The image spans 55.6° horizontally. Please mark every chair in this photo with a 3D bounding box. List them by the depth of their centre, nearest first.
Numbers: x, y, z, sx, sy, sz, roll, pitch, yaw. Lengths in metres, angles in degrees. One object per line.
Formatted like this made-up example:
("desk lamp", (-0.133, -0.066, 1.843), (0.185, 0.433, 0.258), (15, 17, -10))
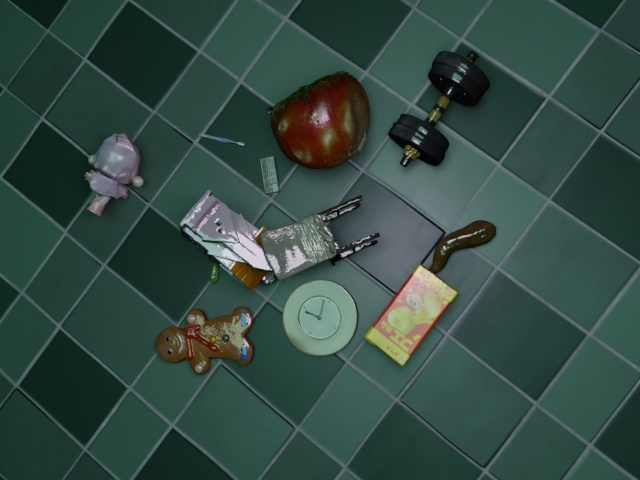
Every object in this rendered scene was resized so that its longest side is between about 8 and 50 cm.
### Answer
("chair", (0.000, 0.000, 1.785), (0.319, 0.186, 0.160), (-24, 83, -1))

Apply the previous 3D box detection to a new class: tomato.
("tomato", (0.008, -0.339, 1.774), (0.303, 0.303, 0.239), (-27, 110, 6))

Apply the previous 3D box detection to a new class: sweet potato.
("sweet potato", (0.411, 0.009, 1.794), (0.233, 0.062, 0.081), (-32, 83, 8))

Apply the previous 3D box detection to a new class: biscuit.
("biscuit", (-0.367, 0.317, 1.899), (0.323, 0.049, 0.206), (-4, 86, 10))

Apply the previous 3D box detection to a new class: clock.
("clock", (-0.251, 0.011, 1.818), (0.309, 0.235, 0.166), (39, 77, -1))
("clock", (-0.001, 0.235, 1.857), (0.234, 0.029, 0.235), (-1, 85, 11))

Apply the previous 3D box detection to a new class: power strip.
("power strip", (-0.159, -0.200, 1.918), (0.050, 0.019, 0.136), (-8, 84, 6))

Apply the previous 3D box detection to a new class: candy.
("candy", (0.265, 0.217, 1.785), (0.146, 0.088, 0.276), (35, 91, 9))

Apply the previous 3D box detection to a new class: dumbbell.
("dumbbell", (0.345, -0.382, 1.773), (0.185, 0.185, 0.388), (34, 92, 10))

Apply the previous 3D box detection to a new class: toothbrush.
("toothbrush", (-0.318, -0.325, 1.954), (0.162, 0.017, 0.014), (15, 82, 9))

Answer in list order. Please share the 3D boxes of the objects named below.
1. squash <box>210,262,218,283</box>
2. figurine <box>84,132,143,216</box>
("squash", (-0.334, 0.091, 1.921), (0.027, 0.027, 0.089), (5, 85, 9))
("figurine", (-0.671, -0.210, 1.943), (0.200, 0.133, 0.276), (25, 91, 7))
